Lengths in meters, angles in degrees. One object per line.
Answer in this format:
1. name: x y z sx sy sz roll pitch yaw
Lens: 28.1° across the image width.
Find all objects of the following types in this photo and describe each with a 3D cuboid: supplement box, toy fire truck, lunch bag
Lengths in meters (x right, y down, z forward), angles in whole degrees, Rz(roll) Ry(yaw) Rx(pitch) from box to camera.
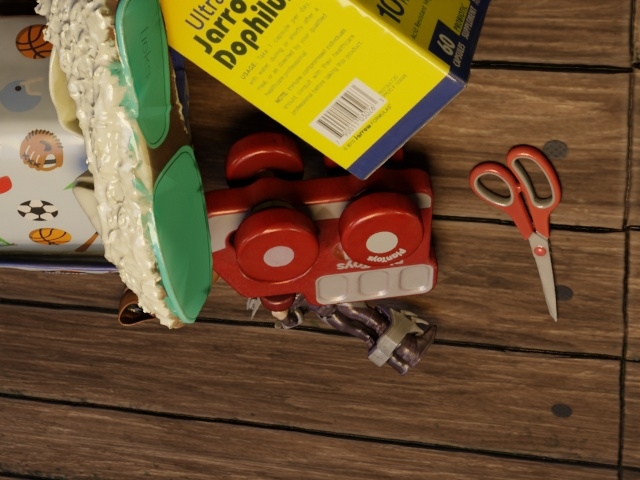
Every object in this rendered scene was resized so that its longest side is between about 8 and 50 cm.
1. supplement box: -0.020 -0.269 1.363 0.357 0.194 0.195 34 135 -14
2. toy fire truck: 0.000 0.000 1.600 0.302 0.169 0.254 -8 138 -4
3. lunch bag: -0.318 -0.081 1.591 0.328 0.238 0.385 0 149 -6

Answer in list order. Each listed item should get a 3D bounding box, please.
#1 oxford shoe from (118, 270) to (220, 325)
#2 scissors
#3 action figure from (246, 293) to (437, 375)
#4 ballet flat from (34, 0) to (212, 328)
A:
1. oxford shoe: -0.218 0.075 1.870 0.212 0.076 0.076 -30 116 37
2. scissors: 0.288 -0.002 1.645 0.109 0.021 0.297 -15 125 29
3. action figure: 0.017 0.087 1.786 0.285 0.099 0.185 31 143 -6
4. ballet flat: -0.207 -0.100 1.353 0.147 0.147 0.408 3 120 17
